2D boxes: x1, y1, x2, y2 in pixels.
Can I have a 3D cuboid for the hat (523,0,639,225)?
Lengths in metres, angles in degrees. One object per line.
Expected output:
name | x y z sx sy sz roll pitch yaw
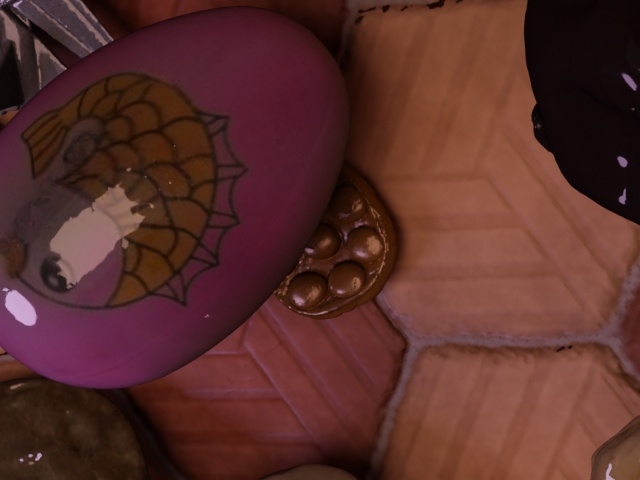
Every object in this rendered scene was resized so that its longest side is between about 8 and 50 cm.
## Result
hat | 0.237 -0.142 0.885 0.336 0.209 0.238 -9 67 26

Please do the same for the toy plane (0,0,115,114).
toy plane | -0.228 -0.213 1.173 0.212 0.088 0.267 -2 96 19

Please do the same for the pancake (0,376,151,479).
pancake | -0.215 0.206 1.257 0.242 0.050 0.241 -4 74 15

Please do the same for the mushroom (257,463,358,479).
mushroom | -0.076 0.286 1.238 0.128 0.128 0.350 45 122 6

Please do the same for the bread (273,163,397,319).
bread | 0.000 0.000 1.166 0.110 0.024 0.110 5 102 25

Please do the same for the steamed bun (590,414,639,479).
steamed bun | 0.327 0.061 0.968 0.428 0.189 0.247 -24 109 23

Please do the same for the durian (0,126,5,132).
durian | -0.283 -0.014 1.246 0.261 0.154 0.186 -8 78 18

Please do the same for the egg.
egg | -0.102 -0.031 1.095 0.196 0.196 0.271 39 90 9
